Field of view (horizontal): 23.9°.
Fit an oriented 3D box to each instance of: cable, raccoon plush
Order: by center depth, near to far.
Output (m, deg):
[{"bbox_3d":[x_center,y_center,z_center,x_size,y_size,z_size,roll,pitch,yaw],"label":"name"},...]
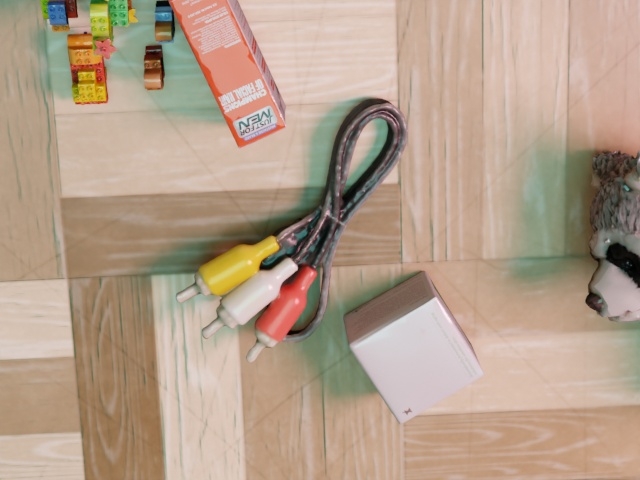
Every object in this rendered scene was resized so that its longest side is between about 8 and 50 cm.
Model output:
[{"bbox_3d":[0.000,0.000,1.473,0.139,0.072,0.287,42,101,-19],"label":"cable"},{"bbox_3d":[0.459,-0.018,1.475,0.446,0.216,0.299,-30,93,-24],"label":"raccoon plush"}]

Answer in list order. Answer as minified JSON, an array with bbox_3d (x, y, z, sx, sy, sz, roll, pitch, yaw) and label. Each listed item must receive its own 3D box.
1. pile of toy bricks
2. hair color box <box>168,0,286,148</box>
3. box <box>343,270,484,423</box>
[{"bbox_3d":[-0.194,-0.203,1.360,0.118,0.105,0.212,-3,124,0],"label":"pile of toy bricks"},{"bbox_3d":[-0.088,-0.178,1.403,0.053,0.093,0.167,-24,106,6],"label":"hair color box"},{"bbox_3d":[0.091,0.105,1.500,0.102,0.087,0.101,-31,106,7],"label":"box"}]
